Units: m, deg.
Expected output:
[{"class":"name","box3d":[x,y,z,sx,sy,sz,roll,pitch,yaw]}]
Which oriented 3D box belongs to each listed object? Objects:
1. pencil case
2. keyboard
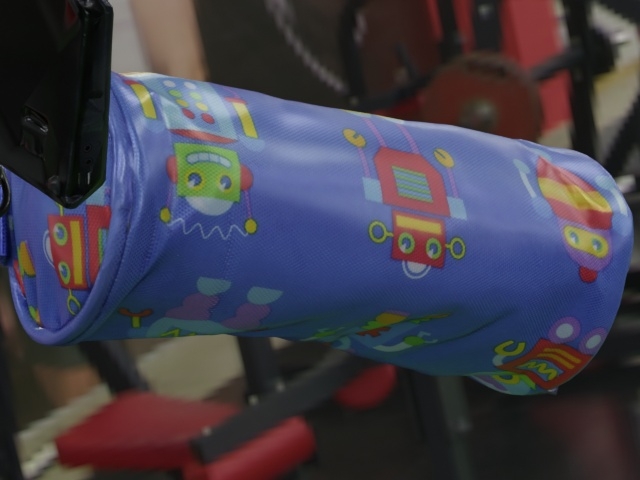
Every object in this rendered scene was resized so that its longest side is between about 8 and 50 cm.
[{"class":"pencil case","box3d":[0.000,0.000,0.887,0.306,0.119,0.133,8,-22,-37]},{"class":"keyboard","box3d":[-0.128,-0.079,0.594,0.192,0.100,0.038,34,42,25]}]
